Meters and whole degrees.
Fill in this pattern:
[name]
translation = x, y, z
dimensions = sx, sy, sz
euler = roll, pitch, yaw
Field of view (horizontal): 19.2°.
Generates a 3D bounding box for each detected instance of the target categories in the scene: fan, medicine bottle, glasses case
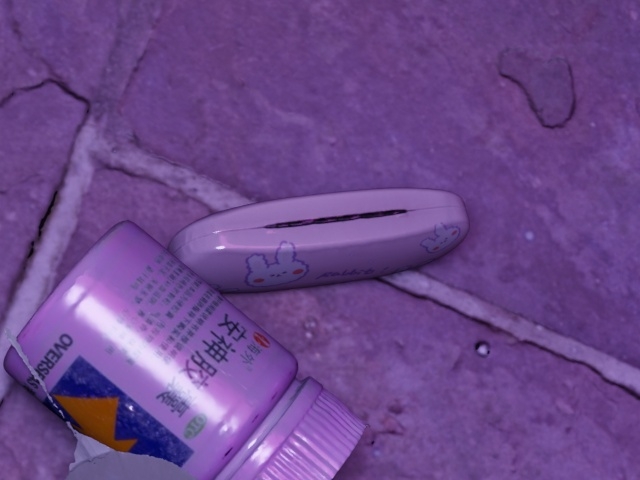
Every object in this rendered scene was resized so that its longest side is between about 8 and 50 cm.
[fan]
translation = -0.188, 0.202, 1.631
dimensions = 0.310, 0.182, 0.010
euler = 60, 24, -12
[medicine bottle]
translation = -0.120, 0.136, 1.682
dimensions = 0.290, 0.178, 0.178
euler = 41, 64, -1
[glasses case]
translation = 0.000, 0.000, 1.806
dimensions = 0.296, 0.113, 0.075
euler = -8, 71, -20
